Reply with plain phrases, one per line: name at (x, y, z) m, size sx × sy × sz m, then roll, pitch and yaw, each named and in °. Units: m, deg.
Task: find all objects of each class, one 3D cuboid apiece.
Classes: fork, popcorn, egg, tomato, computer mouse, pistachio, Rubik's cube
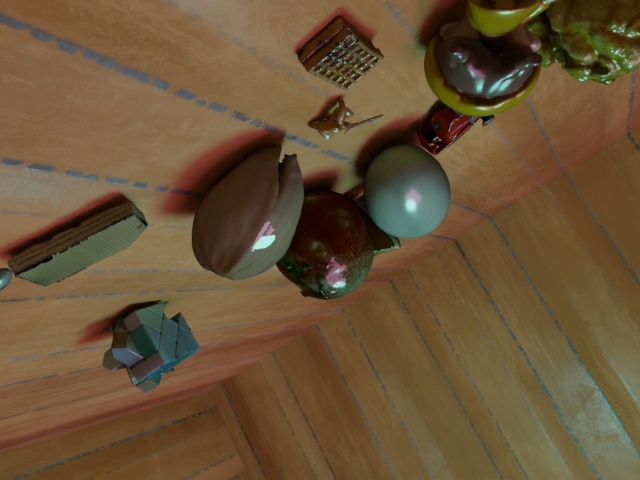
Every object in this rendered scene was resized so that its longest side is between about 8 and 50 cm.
fork at (0.095, -0.261, 1.430) m, size 0.115 × 0.012 × 0.016 m, roll -28°, pitch 170°, yaw -24°
popcorn at (0.570, -0.435, 1.283) m, size 0.241 × 0.235 × 0.250 m, roll -24°, pitch -178°, yaw -25°
egg at (0.226, -0.128, 1.689) m, size 0.230 × 0.230 × 0.371 m, roll -30°, pitch 161°, yaw 6°
tomato at (0.000, 0.000, 1.683) m, size 0.239 × 0.303 × 0.303 m, roll -40°, pitch 170°, yaw -20°
computer mouse at (-0.637, 0.087, 1.209) m, size 0.110 × 0.032 × 0.056 m, roll -16°, pitch 160°, yaw -40°
pistachio at (-0.144, -0.056, 1.333) m, size 0.332 × 0.207 × 0.226 m, roll -56°, pitch -164°, yaw 33°
Rubik's cube at (-0.512, 0.318, 1.869) m, size 0.213 × 0.224 × 0.265 m, roll -34°, pitch 171°, yaw 23°

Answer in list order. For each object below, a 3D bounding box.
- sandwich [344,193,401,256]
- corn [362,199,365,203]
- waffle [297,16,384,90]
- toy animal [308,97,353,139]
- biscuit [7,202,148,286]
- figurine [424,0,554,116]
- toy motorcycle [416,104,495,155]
sandwich at (0.116, -0.042, 1.852) m, size 0.220 × 0.186 × 0.108 m, roll -12°, pitch 171°, yaw 28°
corn at (0.216, -0.086, 2.058) m, size 0.126 × 0.127 × 0.335 m, roll -38°, pitch 167°, yaw 34°
waffle at (0.036, -0.311, 1.081) m, size 0.102 × 0.042 × 0.148 m, roll -35°, pitch 164°, yaw 22°
toy animal at (0.020, -0.244, 1.291) m, size 0.060 × 0.081 × 0.083 m, roll -27°, pitch -156°, yaw -39°
biscuit at (-0.455, 0.006, 1.234) m, size 0.252 × 0.052 × 0.150 m, roll -26°, pitch 169°, yaw -3°
figurine at (0.296, -0.365, 1.135) m, size 0.344 × 0.215 × 0.187 m, roll 77°, pitch 29°, yaw -64°
toy motorcycle at (0.336, -0.302, 1.578) m, size 0.171 × 0.089 × 0.298 m, roll -18°, pitch 162°, yaw -32°
